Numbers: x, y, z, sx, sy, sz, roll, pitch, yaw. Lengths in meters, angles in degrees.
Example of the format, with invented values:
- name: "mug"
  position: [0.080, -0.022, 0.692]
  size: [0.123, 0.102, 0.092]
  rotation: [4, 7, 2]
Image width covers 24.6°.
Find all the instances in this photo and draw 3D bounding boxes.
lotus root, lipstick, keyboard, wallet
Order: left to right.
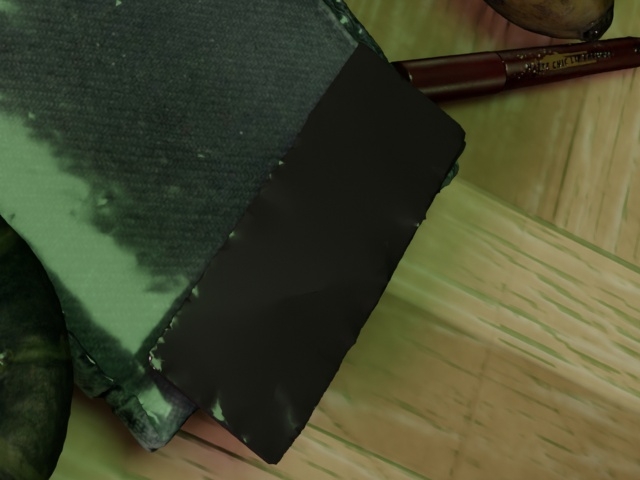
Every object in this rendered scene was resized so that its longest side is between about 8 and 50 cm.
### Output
- name: "wallet"
  position: [-0.113, -0.101, 0.669]
  size: [0.342, 0.075, 0.237]
  rotation: [51, 54, -4]
- name: "keyboard"
  position: [-0.001, 0.001, 0.647]
  size: [0.074, 0.015, 0.196]
  rotation: [38, 59, -10]
- name: "lotus root"
  position: [0.099, -0.183, 0.813]
  size: [0.081, 0.089, 0.179]
  rotation: [-33, 82, 7]
- name: "lipstick"
  position: [0.114, -0.096, 0.809]
  size: [0.177, 0.027, 0.027]
  rotation: [-12, 70, -30]

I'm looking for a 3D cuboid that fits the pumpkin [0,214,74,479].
- name: "pumpkin"
  position: [-0.175, 0.052, 0.538]
  size: [0.167, 0.125, 0.167]
  rotation: [13, 63, -26]
